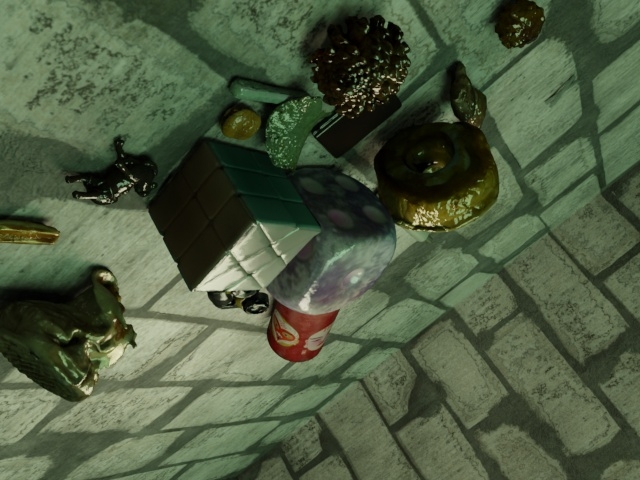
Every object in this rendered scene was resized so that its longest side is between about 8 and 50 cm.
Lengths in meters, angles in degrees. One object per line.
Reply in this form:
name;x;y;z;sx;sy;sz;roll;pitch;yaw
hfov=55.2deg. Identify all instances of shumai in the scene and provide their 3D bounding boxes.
shumai;-0.553;0.190;1.363;0.314;0.267;0.262;-22;-155;50

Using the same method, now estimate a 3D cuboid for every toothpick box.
toothpick box;-0.049;0.224;1.946;0.204;0.204;0.333;-20;152;-27

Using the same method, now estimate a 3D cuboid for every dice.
dice;0.000;0.000;1.506;0.270;0.271;0.270;-8;139;-43

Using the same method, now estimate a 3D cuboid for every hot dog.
hot dog;-0.545;-0.017;1.128;0.133;0.041;0.056;7;133;-44

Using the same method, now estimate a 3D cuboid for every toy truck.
toy truck;-0.234;0.108;1.614;0.165;0.147;0.224;-12;151;4

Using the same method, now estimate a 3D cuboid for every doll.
doll;-0.374;-0.111;1.147;0.139;0.057;0.165;-37;159;0

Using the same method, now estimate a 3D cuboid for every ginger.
ginger;0.385;-0.349;1.585;0.084;0.122;0.290;-8;165;20

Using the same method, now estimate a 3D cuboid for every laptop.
laptop;0.087;-0.284;1.428;0.207;0.026;0.154;-38;156;10

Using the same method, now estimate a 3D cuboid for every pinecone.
pinecone;0.078;-0.338;1.165;0.195;0.150;0.179;-30;126;-5

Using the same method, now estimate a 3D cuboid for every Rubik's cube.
Rubik's cube;-0.181;-0.044;1.289;0.221;0.225;0.231;-45;154;25

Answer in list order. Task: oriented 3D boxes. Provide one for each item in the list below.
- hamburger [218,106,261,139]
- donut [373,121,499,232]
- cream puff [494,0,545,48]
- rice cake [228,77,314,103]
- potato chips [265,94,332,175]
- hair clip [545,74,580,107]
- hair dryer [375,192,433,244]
hamburger;-0.157;-0.231;1.206;0.083;0.044;0.076;3;135;-48
donut;0.283;-0.174;1.512;0.330;0.330;0.160;-30;131;-9
cream puff;0.456;-0.502;1.416;0.116;0.094;0.122;-44;130;12
rice cake;-0.090;-0.286;1.200;0.207;0.033;0.033;-5;149;-46
potato chips;-0.045;-0.224;1.305;0.167;0.059;0.228;-47;162;2
hair clip;0.754;-0.463;1.908;0.115;0.030;0.039;-46;172;27
hair dryer;0.278;-0.064;1.882;0.173;0.107;0.357;-40;143;13
